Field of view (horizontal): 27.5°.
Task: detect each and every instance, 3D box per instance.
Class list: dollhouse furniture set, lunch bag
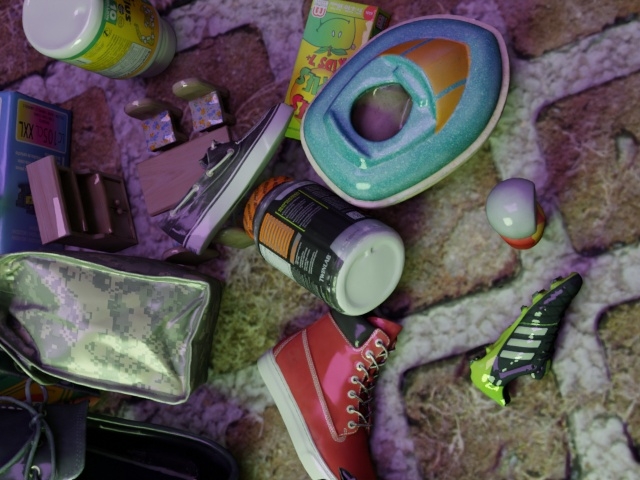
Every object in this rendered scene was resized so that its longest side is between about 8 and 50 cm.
[{"bbox_3d":[-0.222,-0.074,1.665,0.242,0.161,0.212,-21,76,22],"label":"dollhouse furniture set"},{"bbox_3d":[-0.274,0.093,1.576,0.287,0.235,0.168,12,88,0],"label":"lunch bag"}]

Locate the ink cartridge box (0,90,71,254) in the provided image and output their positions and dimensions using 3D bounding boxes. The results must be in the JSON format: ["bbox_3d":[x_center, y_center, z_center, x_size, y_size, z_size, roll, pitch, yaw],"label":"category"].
[{"bbox_3d":[-0.497,0.004,1.798,0.270,0.151,0.395,0,86,25],"label":"ink cartridge box"}]

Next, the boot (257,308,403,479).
[{"bbox_3d":[0.048,0.191,1.551,0.176,0.088,0.244,-36,67,16],"label":"boot"}]

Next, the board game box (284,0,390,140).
[{"bbox_3d":[0.016,-0.207,1.633,0.092,0.043,0.181,16,91,26],"label":"board game box"}]

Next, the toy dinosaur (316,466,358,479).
[{"bbox_3d":[0.035,0.385,1.499,0.322,0.218,0.164,-6,51,-5],"label":"toy dinosaur"}]

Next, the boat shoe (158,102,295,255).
[{"bbox_3d":[-0.112,-0.088,1.578,0.070,0.078,0.219,35,75,3],"label":"boat shoe"}]

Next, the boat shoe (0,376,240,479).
[{"bbox_3d":[-0.325,0.257,1.537,0.186,0.500,0.156,-94,26,-52],"label":"boat shoe"}]

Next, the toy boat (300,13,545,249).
[{"bbox_3d":[0.142,-0.116,1.492,0.267,0.148,0.318,-43,72,1],"label":"toy boat"}]

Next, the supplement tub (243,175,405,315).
[{"bbox_3d":[0.000,0.000,1.564,0.190,0.117,0.117,34,99,40],"label":"supplement tub"}]

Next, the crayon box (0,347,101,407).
[{"bbox_3d":[-0.474,0.246,1.724,0.318,0.202,0.081,-37,58,18],"label":"crayon box"}]

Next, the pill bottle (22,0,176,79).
[{"bbox_3d":[-0.277,-0.273,1.688,0.118,0.208,0.117,-3,83,26],"label":"pill bottle"}]

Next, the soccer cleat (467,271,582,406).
[{"bbox_3d":[0.245,0.111,1.485,0.072,0.060,0.179,45,110,13],"label":"soccer cleat"}]
